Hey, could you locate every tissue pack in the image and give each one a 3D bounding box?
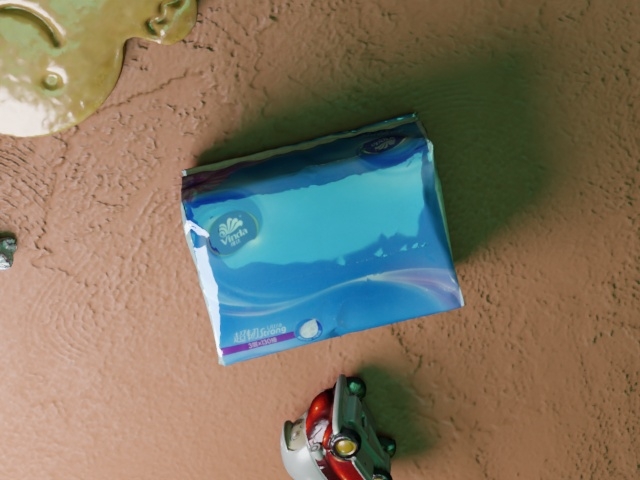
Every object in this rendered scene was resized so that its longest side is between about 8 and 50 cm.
[{"bbox_3d":[0.000,0.000,1.795,0.263,0.146,0.198,-13,108,0],"label":"tissue pack"}]

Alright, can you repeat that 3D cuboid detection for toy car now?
[{"bbox_3d":[0.013,0.232,1.901,0.112,0.112,0.139,-21,118,18],"label":"toy car"}]

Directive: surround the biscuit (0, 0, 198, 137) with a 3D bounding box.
[{"bbox_3d":[-0.263,-0.266,1.738,0.275,0.052,0.355,36,101,-14],"label":"biscuit"}]

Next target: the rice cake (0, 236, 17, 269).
[{"bbox_3d":[-0.426,0.033,1.831,0.207,0.033,0.033,-13,110,-1],"label":"rice cake"}]
